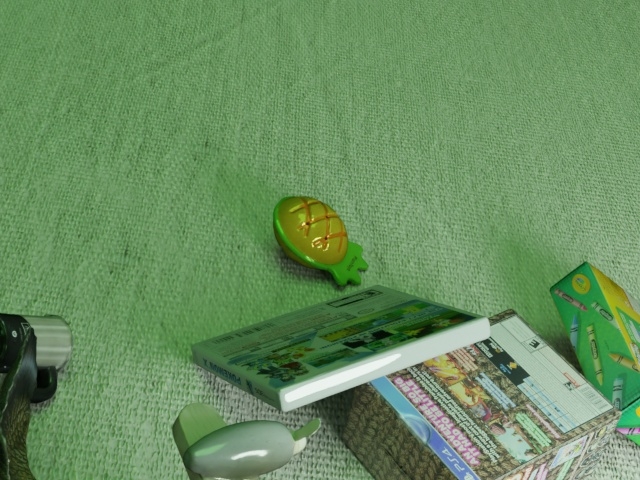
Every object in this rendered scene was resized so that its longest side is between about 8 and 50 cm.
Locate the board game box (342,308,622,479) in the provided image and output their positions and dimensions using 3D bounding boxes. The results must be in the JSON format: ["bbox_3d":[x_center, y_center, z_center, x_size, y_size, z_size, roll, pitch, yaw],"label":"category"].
[{"bbox_3d":[0.221,0.257,1.668,0.291,0.141,0.232,-19,48,-32],"label":"board game box"}]

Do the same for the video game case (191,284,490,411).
[{"bbox_3d":[0.022,0.143,1.703,0.328,0.036,0.300,-16,14,-25],"label":"video game case"}]

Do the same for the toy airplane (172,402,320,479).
[{"bbox_3d":[-0.027,0.351,1.276,0.386,0.272,0.384,44,12,-4],"label":"toy airplane"}]

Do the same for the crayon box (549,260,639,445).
[{"bbox_3d":[0.458,0.179,1.806,0.165,0.081,0.278,34,27,-32],"label":"crayon box"}]

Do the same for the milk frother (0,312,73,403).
[{"bbox_3d":[-0.440,0.161,1.657,0.143,0.129,0.134,0,-7,30],"label":"milk frother"}]

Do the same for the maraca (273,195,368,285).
[{"bbox_3d":[0.000,0.000,1.958,0.185,0.099,0.127,39,42,-8],"label":"maraca"}]

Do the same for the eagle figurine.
[{"bbox_3d":[-0.386,0.281,1.456,0.226,0.225,0.298,-23,63,-24],"label":"eagle figurine"}]
